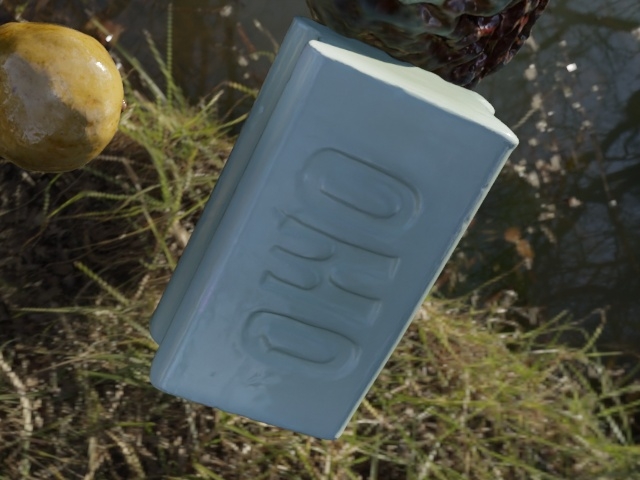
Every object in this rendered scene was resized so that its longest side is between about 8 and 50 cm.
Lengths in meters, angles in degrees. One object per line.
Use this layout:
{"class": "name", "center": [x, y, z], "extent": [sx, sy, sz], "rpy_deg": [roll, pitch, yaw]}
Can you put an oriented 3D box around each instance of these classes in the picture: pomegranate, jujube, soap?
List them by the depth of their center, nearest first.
{"class": "soap", "center": [0.000, 0.000, 0.668], "extent": [0.160, 0.087, 0.265], "rpy_deg": [21, 113, -19]}
{"class": "jujube", "center": [0.086, -0.234, 0.760], "extent": [0.226, 0.317, 0.226], "rpy_deg": [-2, 80, 11]}
{"class": "pomegranate", "center": [-0.324, -0.173, 1.160], "extent": [0.196, 0.196, 0.196], "rpy_deg": [6, 79, -29]}
